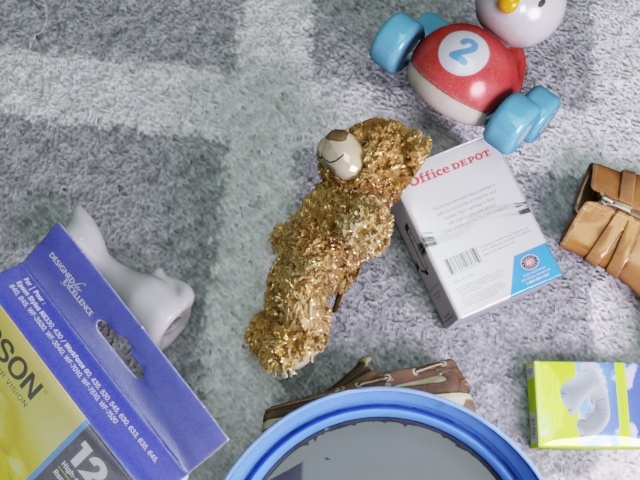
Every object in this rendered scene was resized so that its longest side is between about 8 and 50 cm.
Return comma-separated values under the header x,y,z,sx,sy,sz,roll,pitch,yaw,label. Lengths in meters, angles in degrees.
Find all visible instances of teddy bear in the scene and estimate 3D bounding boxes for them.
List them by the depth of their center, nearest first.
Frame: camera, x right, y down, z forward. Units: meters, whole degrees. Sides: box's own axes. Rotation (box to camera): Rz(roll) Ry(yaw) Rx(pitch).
x,y,z,sx,sy,sz,roll,pitch,yaw,label
0.000,0.000,1.067,0.113,0.245,0.338,28,104,-11,teddy bear

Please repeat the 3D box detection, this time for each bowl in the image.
x,y,z,sx,sy,sz,roll,pitch,yaw,label
0.067,0.353,0.962,0.391,0.077,0.391,-1,78,3,bowl

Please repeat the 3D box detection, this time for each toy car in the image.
x,y,z,sx,sy,sz,roll,pitch,yaw,label
0.226,-0.270,1.128,0.219,0.210,0.238,38,117,14,toy car

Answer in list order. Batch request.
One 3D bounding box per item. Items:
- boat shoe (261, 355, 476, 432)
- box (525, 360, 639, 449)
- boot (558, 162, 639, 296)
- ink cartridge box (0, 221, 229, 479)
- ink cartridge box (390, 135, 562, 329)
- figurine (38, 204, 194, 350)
x,y,z,sx,sy,sz,roll,pitch,yaw,label
0.054,0.192,1.105,0.257,0.095,0.095,-4,60,-11,boat shoe
0.352,0.208,1.143,0.178,0.042,0.109,1,76,-4,box
0.411,0.040,1.153,0.220,0.109,0.284,21,71,0,boot
-0.298,0.193,0.992,0.304,0.072,0.307,50,117,9,ink cartridge box
0.189,-0.011,1.162,0.148,0.086,0.203,-22,78,-9,ink cartridge box
-0.292,0.085,1.099,0.209,0.092,0.215,39,75,10,figurine
